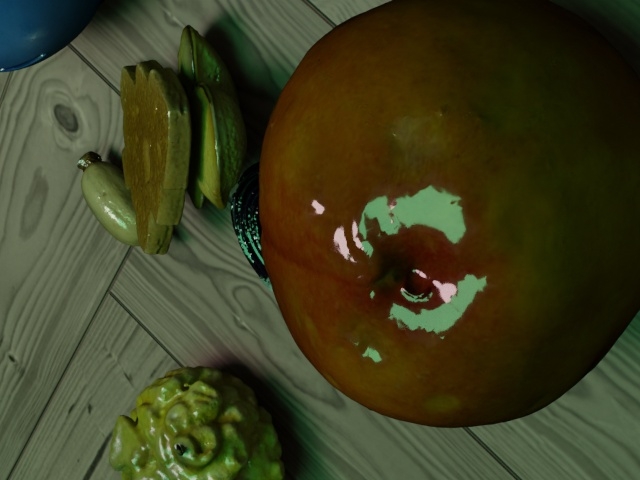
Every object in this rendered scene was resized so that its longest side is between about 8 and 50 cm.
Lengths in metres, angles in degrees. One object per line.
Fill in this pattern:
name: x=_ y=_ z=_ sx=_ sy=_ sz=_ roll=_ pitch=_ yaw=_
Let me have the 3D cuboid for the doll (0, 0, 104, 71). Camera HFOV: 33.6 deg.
doll: x=-0.346 y=-0.303 z=1.042 sx=0.284 sy=0.310 sz=0.240 roll=-14 pitch=68 yaw=16

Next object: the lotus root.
lotus root: x=-0.227 y=-0.037 z=1.215 sx=0.150 sy=0.062 sz=0.073 roll=50 pitch=174 yaw=10

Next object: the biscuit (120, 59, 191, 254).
biscuit: x=-0.165 y=-0.099 z=1.091 sx=0.238 sy=0.041 sz=0.212 roll=154 pitch=111 yaw=-66

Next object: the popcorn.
popcorn: x=-0.140 y=0.253 z=1.224 sx=0.189 sy=0.169 sz=0.218 roll=-13 pitch=99 yaw=39

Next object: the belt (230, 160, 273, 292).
belt: x=0.000 y=0.000 z=1.067 sx=0.198 sy=0.078 sz=0.151 roll=46 pitch=128 yaw=7

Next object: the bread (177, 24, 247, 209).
bread: x=-0.103 y=-0.124 z=1.060 sx=0.149 sy=0.065 sz=0.188 roll=-179 pitch=84 yaw=-74

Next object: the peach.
peach: x=0.102 y=-0.027 z=0.827 sx=0.342 sy=0.301 sz=0.343 roll=12 pitch=117 yaw=25
